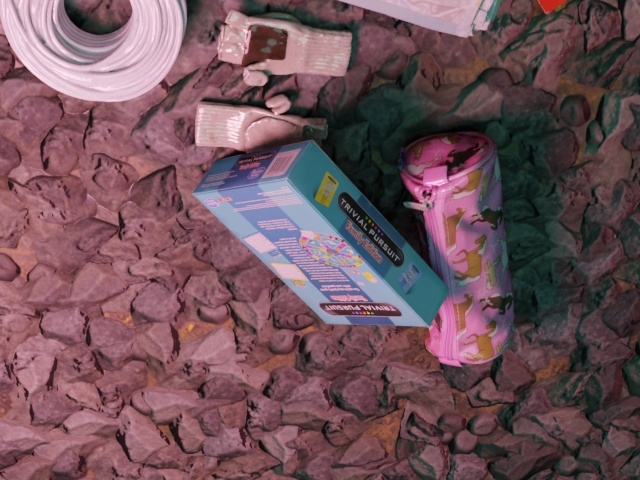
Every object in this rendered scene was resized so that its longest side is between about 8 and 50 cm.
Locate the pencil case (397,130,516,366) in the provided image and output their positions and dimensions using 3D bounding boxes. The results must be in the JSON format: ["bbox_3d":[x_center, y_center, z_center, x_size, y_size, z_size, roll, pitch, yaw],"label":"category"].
[{"bbox_3d":[0.222,0.019,1.669,0.167,0.160,0.386,-19,123,-9],"label":"pencil case"}]

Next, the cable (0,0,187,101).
[{"bbox_3d":[-0.316,-0.322,1.462,0.257,0.089,0.257,-2,121,-5],"label":"cable"}]

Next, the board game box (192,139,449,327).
[{"bbox_3d":[0.000,0.000,1.601,0.336,0.254,0.079,45,62,-27],"label":"board game box"}]

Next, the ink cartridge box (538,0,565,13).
[{"bbox_3d":[0.373,-0.424,1.495,0.179,0.045,0.145,-33,118,11],"label":"ink cartridge box"}]

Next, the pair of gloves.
[{"bbox_3d":[-0.072,-0.222,1.571,0.204,0.042,0.240,12,119,-13],"label":"pair of gloves"}]

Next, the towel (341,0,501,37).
[{"bbox_3d":[0.088,-0.427,1.328,0.374,0.090,0.320,17,149,-3],"label":"towel"}]
